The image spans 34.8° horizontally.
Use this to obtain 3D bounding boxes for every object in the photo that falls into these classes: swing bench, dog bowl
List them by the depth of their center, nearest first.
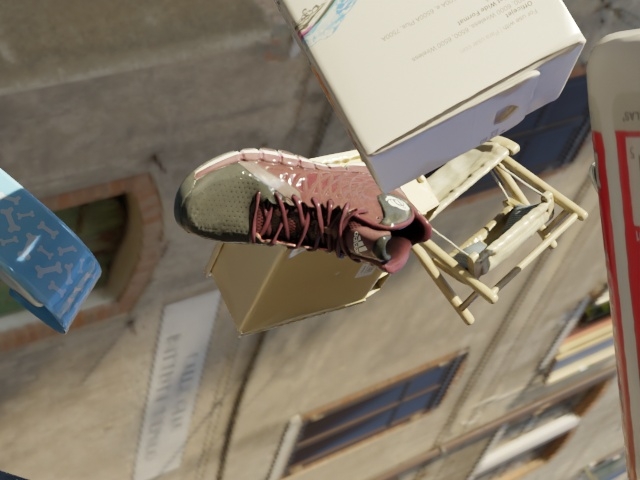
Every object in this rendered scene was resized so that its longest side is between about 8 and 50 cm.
[{"bbox_3d":[-0.341,-0.029,1.023,0.297,0.074,0.166,39,-19,7],"label":"dog bowl"},{"bbox_3d":[0.280,-0.035,1.816,0.255,0.253,0.165,47,-21,9],"label":"swing bench"}]

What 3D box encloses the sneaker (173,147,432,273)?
[{"bbox_3d":[-0.003,-0.025,1.089,0.162,0.281,0.106,45,-47,52],"label":"sneaker"}]

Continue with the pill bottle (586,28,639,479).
[{"bbox_3d":[0.293,0.066,0.610,0.229,0.229,0.408,8,-71,58],"label":"pill bottle"}]

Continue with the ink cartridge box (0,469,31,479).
[{"bbox_3d":[-0.426,0.303,1.081,0.208,0.206,0.045,-42,-139,20],"label":"ink cartridge box"}]

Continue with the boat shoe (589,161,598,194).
[{"bbox_3d":[0.466,-0.061,1.598,0.142,0.049,0.040,59,-11,-8],"label":"boat shoe"}]

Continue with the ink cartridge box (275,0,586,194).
[{"bbox_3d":[0.059,-0.182,0.760,0.233,0.168,0.171,62,4,9],"label":"ink cartridge box"}]

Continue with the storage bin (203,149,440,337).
[{"bbox_3d":[0.000,0.000,1.463,0.123,0.260,0.262,63,-31,23],"label":"storage bin"}]
